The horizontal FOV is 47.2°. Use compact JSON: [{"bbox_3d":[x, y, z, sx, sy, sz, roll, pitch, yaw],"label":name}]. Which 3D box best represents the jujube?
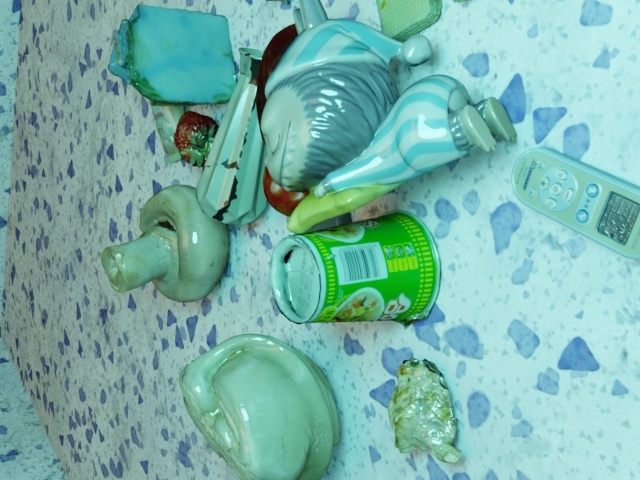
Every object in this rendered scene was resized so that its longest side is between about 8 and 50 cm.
[{"bbox_3d":[-0.038,-0.278,1.358,0.183,0.183,0.243,26,109,49],"label":"jujube"}]

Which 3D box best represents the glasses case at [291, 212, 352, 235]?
[{"bbox_3d":[-0.001,0.001,1.455,0.191,0.042,0.072,-25,82,52],"label":"glasses case"}]

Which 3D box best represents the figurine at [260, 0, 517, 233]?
[{"bbox_3d":[0.044,-0.244,1.111,0.361,0.266,0.377,-22,97,34],"label":"figurine"}]

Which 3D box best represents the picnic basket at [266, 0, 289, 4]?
[{"bbox_3d":[-0.080,-0.514,1.493,0.083,0.083,0.065,-19,72,7],"label":"picnic basket"}]

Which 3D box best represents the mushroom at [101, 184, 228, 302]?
[{"bbox_3d":[-0.377,0.012,1.749,0.292,0.290,0.292,14,108,49],"label":"mushroom"}]

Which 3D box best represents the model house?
[{"bbox_3d":[-0.369,-0.397,1.718,0.241,0.261,0.226,-14,82,52],"label":"model house"}]

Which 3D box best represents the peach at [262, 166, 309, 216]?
[{"bbox_3d":[-0.050,-0.105,1.458,0.118,0.151,0.151,-67,2,-57],"label":"peach"}]

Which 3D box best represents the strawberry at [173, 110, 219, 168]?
[{"bbox_3d":[-0.296,-0.246,1.753,0.148,0.131,0.131,34,120,44],"label":"strawberry"}]

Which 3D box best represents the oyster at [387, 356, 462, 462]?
[{"bbox_3d":[0.169,0.290,1.226,0.191,0.081,0.163,36,117,41],"label":"oyster"}]

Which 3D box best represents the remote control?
[{"bbox_3d":[0.353,-0.053,0.966,0.244,0.047,0.087,38,120,45],"label":"remote control"}]

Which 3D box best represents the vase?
[{"bbox_3d":[-0.160,-0.217,1.558,0.165,0.165,0.360,37,119,45],"label":"vase"}]

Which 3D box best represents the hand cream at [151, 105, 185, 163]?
[{"bbox_3d":[-0.403,-0.363,1.930,0.147,0.093,0.305,-10,95,54],"label":"hand cream"}]

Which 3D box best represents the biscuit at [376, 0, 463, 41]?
[{"bbox_3d":[0.180,-0.423,1.159,0.250,0.046,0.147,-19,80,52],"label":"biscuit"}]

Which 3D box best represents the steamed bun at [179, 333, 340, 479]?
[{"bbox_3d":[-0.102,0.335,1.451,0.342,0.255,0.367,47,161,18],"label":"steamed bun"}]

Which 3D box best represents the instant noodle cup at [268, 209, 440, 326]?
[{"bbox_3d":[0.051,0.056,1.227,0.207,0.233,0.207,8,101,52],"label":"instant noodle cup"}]
